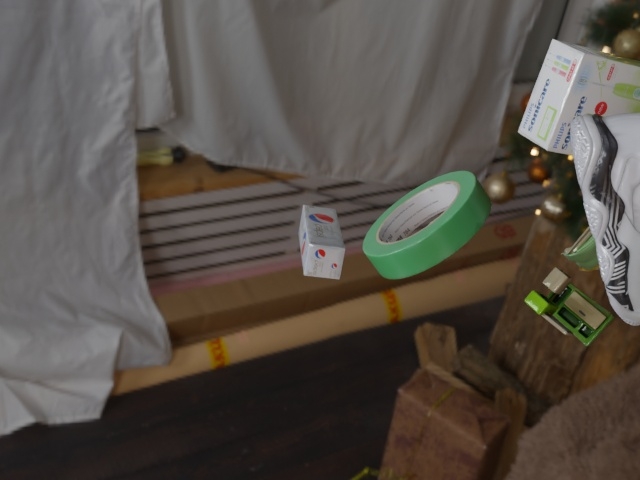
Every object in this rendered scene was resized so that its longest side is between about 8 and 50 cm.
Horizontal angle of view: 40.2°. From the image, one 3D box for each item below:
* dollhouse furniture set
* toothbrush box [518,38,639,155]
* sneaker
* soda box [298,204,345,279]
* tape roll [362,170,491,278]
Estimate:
[{"bbox_3d":[0.653,0.084,2.062,0.151,0.302,0.197,44,13,28],"label":"dollhouse furniture set"},{"bbox_3d":[0.587,-0.280,1.824,0.283,0.206,0.122,8,23,-24],"label":"toothbrush box"},{"bbox_3d":[0.516,-0.038,1.323,0.210,0.366,0.137,-13,24,19],"label":"sneaker"},{"bbox_3d":[0.000,0.000,1.754,0.073,0.069,0.216,7,23,-7],"label":"soda box"},{"bbox_3d":[0.252,-0.040,2.097,0.321,0.077,0.321,-33,17,12],"label":"tape roll"}]
